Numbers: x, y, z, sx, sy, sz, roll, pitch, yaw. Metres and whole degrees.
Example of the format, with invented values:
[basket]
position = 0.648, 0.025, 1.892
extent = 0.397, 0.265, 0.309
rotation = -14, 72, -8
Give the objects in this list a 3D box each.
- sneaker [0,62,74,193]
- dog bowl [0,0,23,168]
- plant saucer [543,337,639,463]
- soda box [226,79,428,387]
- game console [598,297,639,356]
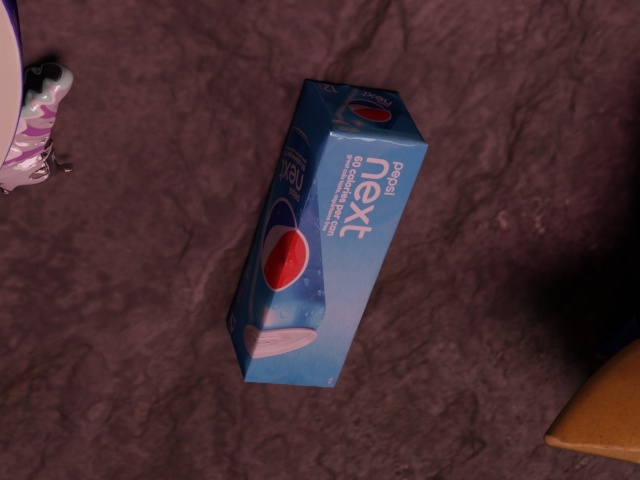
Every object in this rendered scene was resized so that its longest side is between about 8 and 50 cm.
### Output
[sneaker]
position = -0.175, -0.065, 0.951
extent = 0.098, 0.038, 0.069
rotation = -34, 131, 22
[dog bowl]
position = -0.298, -0.108, 0.834
extent = 0.264, 0.104, 0.265
rotation = -9, 129, -11
[plant saucer]
position = 0.353, 0.124, 1.060
extent = 0.332, 0.081, 0.332
rotation = 2, 171, 22
[soda box]
position = 0.000, 0.000, 1.034
extent = 0.071, 0.067, 0.210
rotation = 6, 124, -21
[game console]
position = 0.369, 0.010, 1.100
extent = 0.293, 0.173, 0.250
rotation = 5, 108, 0
